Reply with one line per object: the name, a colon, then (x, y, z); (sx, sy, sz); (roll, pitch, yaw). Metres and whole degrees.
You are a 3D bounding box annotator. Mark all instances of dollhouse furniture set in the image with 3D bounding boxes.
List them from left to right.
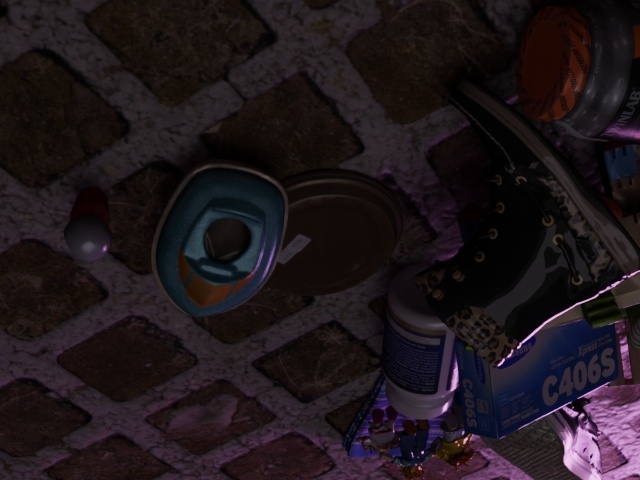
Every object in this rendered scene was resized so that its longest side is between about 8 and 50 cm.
dollhouse furniture set: (0.565, 0.227, 2.030); (0.144, 0.123, 0.151); (-3, 171, -10)

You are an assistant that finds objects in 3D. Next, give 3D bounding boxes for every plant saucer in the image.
plant saucer: (0.000, 0.000, 1.653); (0.278, 0.041, 0.278); (-6, 137, -6)

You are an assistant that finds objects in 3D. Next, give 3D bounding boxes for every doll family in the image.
doll family: (0.210, 0.400, 2.013); (0.263, 0.118, 0.163); (-10, 137, -8)

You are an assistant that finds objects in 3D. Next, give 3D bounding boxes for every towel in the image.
towel: (0.205, 0.333, 2.049); (0.243, 0.040, 0.336); (6, 134, -20)

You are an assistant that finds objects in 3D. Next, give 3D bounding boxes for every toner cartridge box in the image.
toner cartridge box: (0.381, 0.206, 1.767); (0.348, 0.075, 0.165); (-16, 102, -38)

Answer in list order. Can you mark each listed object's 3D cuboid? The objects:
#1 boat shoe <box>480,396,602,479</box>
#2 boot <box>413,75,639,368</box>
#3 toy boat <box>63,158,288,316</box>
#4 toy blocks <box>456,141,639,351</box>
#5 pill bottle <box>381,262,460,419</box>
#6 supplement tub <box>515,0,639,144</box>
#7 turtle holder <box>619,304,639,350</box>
boat shoe: (0.441, 0.361, 2.034); (0.187, 0.156, 0.500); (-2, 151, 32)
boot: (0.250, -0.020, 1.490); (0.284, 0.138, 0.377); (-42, 97, 14)
toy boat: (-0.212, 0.001, 1.500); (0.318, 0.148, 0.267); (11, 118, -15)
toy blocks: (0.373, -0.009, 1.612); (0.381, 0.191, 0.261); (-16, 104, 3)
pill bottle: (0.184, 0.180, 1.786); (0.153, 0.153, 0.264); (-5, 131, -8)
supplement tub: (0.443, -0.227, 1.406); (0.316, 0.193, 0.193); (3, 135, -16)
turtle holder: (0.653, 0.116, 1.784); (0.320, 0.243, 0.227); (25, 127, -22)
